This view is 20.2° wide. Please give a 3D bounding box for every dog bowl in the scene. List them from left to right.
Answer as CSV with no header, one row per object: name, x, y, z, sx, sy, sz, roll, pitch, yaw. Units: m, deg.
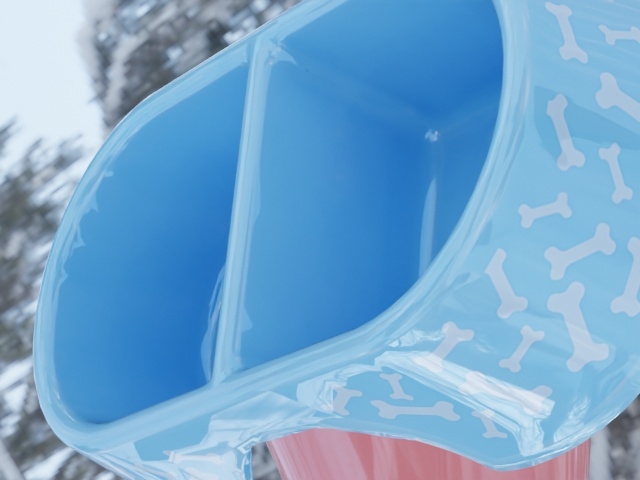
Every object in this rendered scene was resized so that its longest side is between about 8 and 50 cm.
dog bowl,0.000,0.000,0.600,0.074,0.297,0.166,21,-118,-32

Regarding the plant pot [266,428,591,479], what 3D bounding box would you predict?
plant pot,0.061,0.064,1.172,0.275,0.274,0.243,-34,-63,-54
